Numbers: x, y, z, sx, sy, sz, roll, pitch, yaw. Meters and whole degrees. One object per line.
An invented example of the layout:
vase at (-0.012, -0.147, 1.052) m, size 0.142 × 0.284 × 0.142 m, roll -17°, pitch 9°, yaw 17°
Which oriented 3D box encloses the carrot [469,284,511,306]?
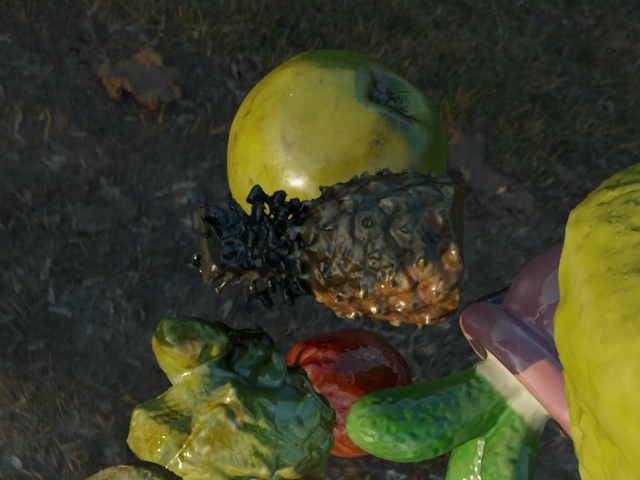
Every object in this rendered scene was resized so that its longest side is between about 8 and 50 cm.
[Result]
carrot at (0.281, 0.085, 1.437) m, size 0.161 × 0.055 × 0.055 m, roll -25°, pitch 79°, yaw -18°

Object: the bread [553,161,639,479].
bread at (0.274, 0.119, 0.450) m, size 0.348 × 0.348 × 0.308 m, roll -8°, pitch 113°, yaw -14°

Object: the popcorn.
popcorn at (-0.085, 0.157, 0.933) m, size 0.198 × 0.198 × 0.212 m, roll -22°, pitch 98°, yaw -18°

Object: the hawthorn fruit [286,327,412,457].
hawthorn fruit at (0.025, 0.196, 1.307) m, size 0.179 × 0.173 × 0.173 m, roll -8°, pitch 74°, yaw -16°

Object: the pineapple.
pineapple at (0.000, 0.000, 0.961) m, size 0.279 × 0.158 × 0.158 m, roll 4°, pitch 70°, yaw 10°

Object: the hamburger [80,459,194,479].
hamburger at (-0.101, 0.209, 0.533) m, size 0.185 × 0.131 × 0.159 m, roll -26°, pitch 62°, yaw 0°

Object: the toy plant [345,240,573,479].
toy plant at (0.242, 0.188, 1.181) m, size 0.356 × 0.210 × 0.317 m, roll -48°, pitch 126°, yaw -5°

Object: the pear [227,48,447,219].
pear at (0.006, -0.097, 1.360) m, size 0.287 × 0.375 × 0.287 m, roll 13°, pitch 60°, yaw -23°
